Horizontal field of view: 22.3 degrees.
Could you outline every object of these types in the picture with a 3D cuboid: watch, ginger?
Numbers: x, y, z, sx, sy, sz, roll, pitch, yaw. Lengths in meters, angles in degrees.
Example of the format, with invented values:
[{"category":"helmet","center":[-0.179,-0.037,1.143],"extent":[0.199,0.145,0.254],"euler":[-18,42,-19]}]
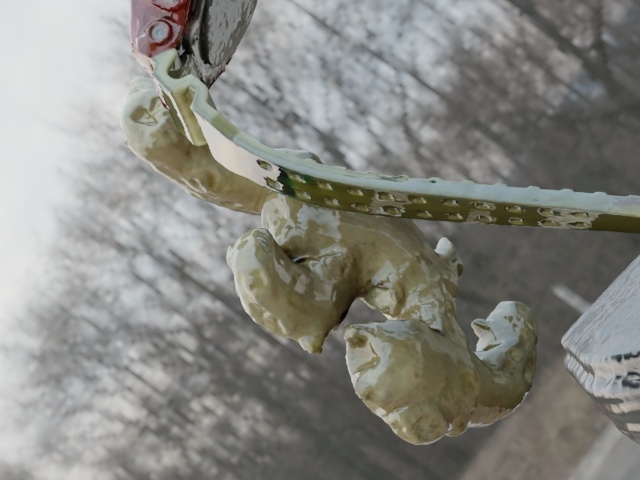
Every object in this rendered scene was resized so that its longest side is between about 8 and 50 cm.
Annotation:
[{"category":"watch","center":[0.047,-0.090,0.739],"extent":[0.102,0.268,0.165],"euler":[70,-149,-68]},{"category":"ginger","center":[-0.002,0.007,0.807],"extent":[0.065,0.259,0.149],"euler":[-52,1,25]}]

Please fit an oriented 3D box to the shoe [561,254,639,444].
[{"category":"shoe","center":[0.271,0.091,0.901],"extent":[0.171,0.237,0.384],"euler":[-49,-4,-5]}]
